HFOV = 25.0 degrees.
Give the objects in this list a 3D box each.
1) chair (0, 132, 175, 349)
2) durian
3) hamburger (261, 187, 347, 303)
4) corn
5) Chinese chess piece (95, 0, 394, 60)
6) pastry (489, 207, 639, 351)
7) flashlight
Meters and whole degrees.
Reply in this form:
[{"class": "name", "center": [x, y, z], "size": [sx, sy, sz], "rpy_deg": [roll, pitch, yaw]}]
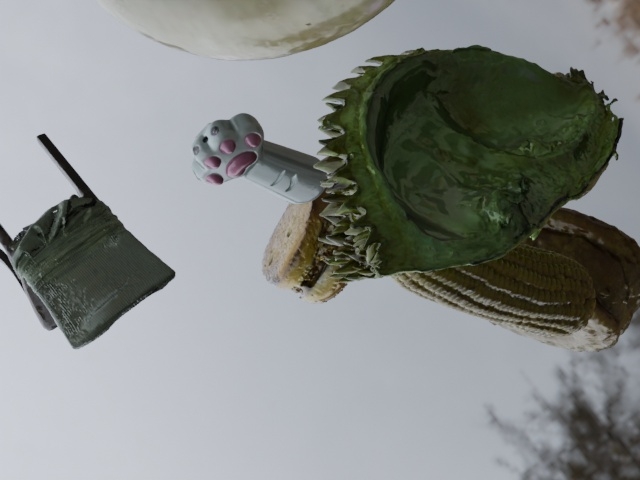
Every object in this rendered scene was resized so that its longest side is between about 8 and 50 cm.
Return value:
[{"class": "chair", "center": [-0.303, 0.031, 1.821], "size": [0.319, 0.160, 0.186], "rpy_deg": [45, 162, 31]}, {"class": "durian", "center": [0.125, -0.084, 1.256], "size": [0.394, 0.198, 0.163], "rpy_deg": [-29, -65, -41]}, {"class": "hamburger", "center": [0.003, -0.003, 2.093], "size": [0.118, 0.191, 0.182], "rpy_deg": [20, -150, -15]}, {"class": "corn", "center": [0.156, 0.032, 1.302], "size": [0.231, 0.080, 0.080], "rpy_deg": [18, -145, -34]}, {"class": "Chinese chess piece", "center": [-0.039, -0.228, 0.820], "size": [0.257, 0.257, 0.104], "rpy_deg": [59, -171, 26]}, {"class": "pastry", "center": [0.281, 0.043, 1.773], "size": [0.240, 0.132, 0.235], "rpy_deg": [29, 165, -10]}, {"class": "flashlight", "center": [-0.062, -0.082, 1.616], "size": [0.200, 0.093, 0.047], "rpy_deg": [21, -149, -50]}]
